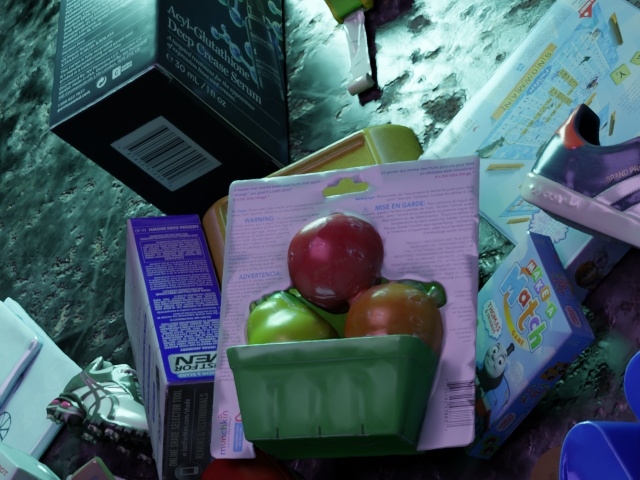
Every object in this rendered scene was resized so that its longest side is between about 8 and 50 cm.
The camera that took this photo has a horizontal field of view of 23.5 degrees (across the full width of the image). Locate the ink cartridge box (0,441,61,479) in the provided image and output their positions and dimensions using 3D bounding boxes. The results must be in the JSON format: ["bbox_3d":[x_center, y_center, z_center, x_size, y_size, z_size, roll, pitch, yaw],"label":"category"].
[{"bbox_3d":[-0.452,0.387,2.165,0.128,0.127,0.176,26,81,50],"label":"ink cartridge box"}]

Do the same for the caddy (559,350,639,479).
[{"bbox_3d":[0.375,0.258,1.440,0.241,0.179,0.341,-57,33,34],"label":"caddy"}]

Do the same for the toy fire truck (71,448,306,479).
[{"bbox_3d":[-0.150,0.326,1.828,0.217,0.246,0.158,-50,40,3],"label":"toy fire truck"}]

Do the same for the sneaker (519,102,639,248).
[{"bbox_3d":[0.382,-0.045,1.627,0.350,0.131,0.148,27,91,30],"label":"sneaker"}]

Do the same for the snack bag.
[{"bbox_3d":[-0.516,0.277,2.378,0.323,0.037,0.342,-54,40,-2],"label":"snack bag"}]

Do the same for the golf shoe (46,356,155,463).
[{"bbox_3d":[-0.274,0.229,2.134,0.272,0.105,0.120,11,63,47],"label":"golf shoe"}]

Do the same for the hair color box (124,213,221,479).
[{"bbox_3d":[-0.183,0.138,2.021,0.339,0.110,0.185,-109,20,-50],"label":"hair color box"}]

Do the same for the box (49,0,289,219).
[{"bbox_3d":[-0.219,-0.277,2.298,0.212,0.293,0.396,-27,47,27],"label":"box"}]

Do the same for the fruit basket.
[{"bbox_3d":[0.032,0.081,1.805,0.327,0.165,0.353,-6,61,21],"label":"fruit basket"}]

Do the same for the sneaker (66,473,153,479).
[{"bbox_3d":[-0.283,0.355,2.096,0.162,0.063,0.073,-10,73,44],"label":"sneaker"}]

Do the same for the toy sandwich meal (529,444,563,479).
[{"bbox_3d":[0.261,0.260,1.658,0.085,0.029,0.086,-36,38,35],"label":"toy sandwich meal"}]

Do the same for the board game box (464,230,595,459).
[{"bbox_3d":[0.213,0.118,1.741,0.211,0.039,0.160,-54,34,32],"label":"board game box"}]

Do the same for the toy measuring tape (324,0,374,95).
[{"bbox_3d":[0.021,-0.367,2.260,0.121,0.121,0.330,-25,51,29],"label":"toy measuring tape"}]

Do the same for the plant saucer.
[{"bbox_3d":[0.000,0.000,1.989,0.332,0.081,0.333,-26,45,7],"label":"plant saucer"}]

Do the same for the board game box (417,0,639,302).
[{"bbox_3d":[0.314,-0.132,1.858,0.319,0.066,0.318,-49,41,5],"label":"board game box"}]
